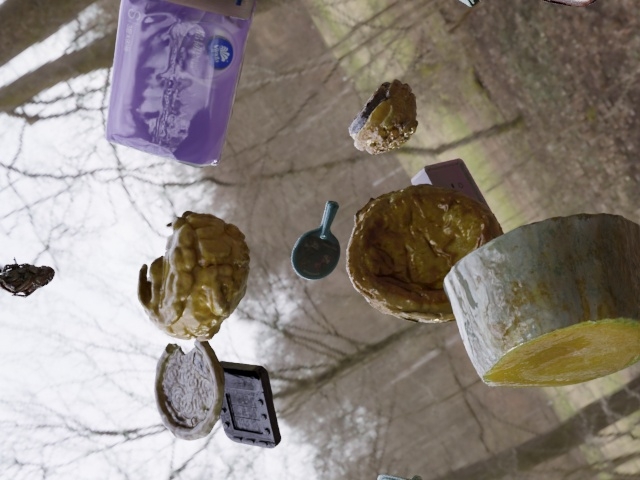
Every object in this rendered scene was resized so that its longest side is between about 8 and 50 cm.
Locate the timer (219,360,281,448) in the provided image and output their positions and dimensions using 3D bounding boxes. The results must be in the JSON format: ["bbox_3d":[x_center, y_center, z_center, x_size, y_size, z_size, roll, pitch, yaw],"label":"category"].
[{"bbox_3d":[-0.157,0.350,1.862,0.055,0.144,0.188,-32,-63,-52],"label":"timer"}]

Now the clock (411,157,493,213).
[{"bbox_3d":[0.323,-0.093,2.104,0.150,0.063,0.197,-16,-107,-39],"label":"clock"}]

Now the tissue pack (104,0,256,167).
[{"bbox_3d":[-0.274,-0.325,1.667,0.160,0.242,0.338,-87,12,-54],"label":"tissue pack"}]

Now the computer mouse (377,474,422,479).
[{"bbox_3d":[0.206,0.537,1.710,0.097,0.159,0.289,-54,-40,-38],"label":"computer mouse"}]

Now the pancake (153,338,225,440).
[{"bbox_3d":[-0.267,0.298,1.756,0.029,0.235,0.212,7,-115,-44],"label":"pancake"}]

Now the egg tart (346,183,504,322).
[{"bbox_3d":[0.218,0.035,1.772,0.129,0.341,0.341,72,173,-59],"label":"egg tart"}]

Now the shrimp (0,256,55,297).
[{"bbox_3d":[-0.683,0.085,1.956,0.190,0.073,0.075,3,-137,-48],"label":"shrimp"}]

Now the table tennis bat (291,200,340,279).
[{"bbox_3d":[0.000,0.000,2.071,0.124,0.201,0.033,13,-167,-26],"label":"table tennis bat"}]

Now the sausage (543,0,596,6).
[{"bbox_3d":[0.475,-0.494,1.679,0.076,0.141,0.076,10,-90,-90],"label":"sausage"}]

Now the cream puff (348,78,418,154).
[{"bbox_3d":[0.151,-0.270,1.947,0.129,0.189,0.189,34,-168,-7],"label":"cream puff"}]

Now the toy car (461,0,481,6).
[{"bbox_3d":[0.256,-0.686,2.088,0.320,0.097,0.141,43,173,28],"label":"toy car"}]

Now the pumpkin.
[{"bbox_3d":[0.381,0.113,1.379,0.332,0.332,0.199,42,-151,-62],"label":"pumpkin"}]

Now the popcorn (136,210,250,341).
[{"bbox_3d":[-0.234,0.077,1.619,0.190,0.250,0.250,18,-172,4],"label":"popcorn"}]
